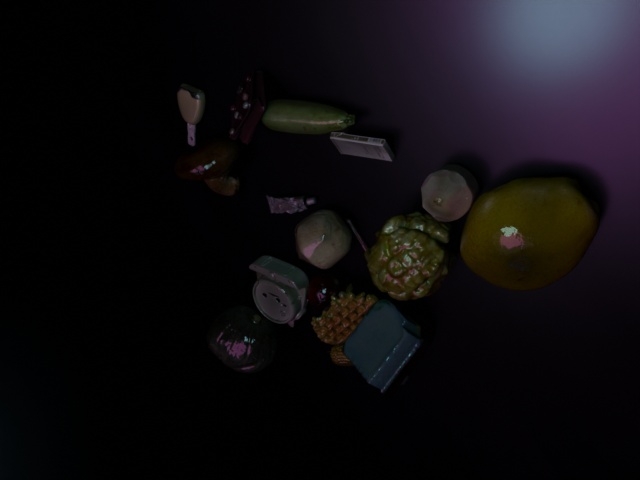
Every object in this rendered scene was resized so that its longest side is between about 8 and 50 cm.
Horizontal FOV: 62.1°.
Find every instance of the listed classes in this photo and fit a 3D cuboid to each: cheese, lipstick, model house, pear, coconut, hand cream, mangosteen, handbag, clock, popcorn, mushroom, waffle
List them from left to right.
[{"bbox_3d":[-0.525,-0.500,2.161,0.127,0.054,0.251,27,130,21],"label":"cheese"},{"bbox_3d":[-0.429,-0.292,2.083,0.254,0.267,0.267,51,134,1],"label":"mushroom"},{"bbox_3d":[-0.261,-0.478,1.887,0.203,0.074,0.216,-48,39,44],"label":"handbag"},{"bbox_3d":[-0.179,0.240,2.304,0.265,0.108,0.324,19,126,27],"label":"clock"},{"bbox_3d":[-0.119,-0.143,2.076,0.257,0.050,0.084,0,119,40],"label":"hand cream"},{"bbox_3d":[0.000,0.000,1.968,0.224,0.224,0.224,18,125,28],"label":"coconut"},{"bbox_3d":[0.033,0.212,2.106,0.180,0.166,0.166,20,130,-3],"label":"mangosteen"},{"bbox_3d":[0.104,0.307,2.073,0.282,0.058,0.300,7,129,-15],"label":"waffle"},{"bbox_3d":[0.146,-0.008,1.971,0.027,0.027,0.176,-27,96,43],"label":"lipstick"},{"bbox_3d":[0.277,0.408,1.989,0.280,0.249,0.230,-52,38,6],"label":"model house"},{"bbox_3d":[0.294,0.066,1.740,0.274,0.279,0.335,24,118,0],"label":"popcorn"},{"bbox_3d":[0.382,-0.137,1.604,0.171,0.183,0.171,18,123,29],"label":"coconut"},{"bbox_3d":[0.581,0.011,1.491,0.340,0.191,0.386,40,132,-12],"label":"pear"}]

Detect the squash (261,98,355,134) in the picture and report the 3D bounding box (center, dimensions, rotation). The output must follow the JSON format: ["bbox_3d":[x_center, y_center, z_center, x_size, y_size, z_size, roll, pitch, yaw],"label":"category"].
[{"bbox_3d":[-0.040,-0.418,1.807,0.371,0.118,0.118,10,121,26],"label":"squash"}]

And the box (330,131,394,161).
[{"bbox_3d":[0.137,-0.309,1.750,0.198,0.029,0.109,15,166,29],"label":"box"}]

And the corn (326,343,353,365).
[{"bbox_3d":[0.165,0.463,2.190,0.310,0.101,0.101,-14,107,36],"label":"corn"}]

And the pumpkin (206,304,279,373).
[{"bbox_3d":[-0.343,0.446,2.435,0.328,0.291,0.257,29,110,7],"label":"pumpkin"}]
